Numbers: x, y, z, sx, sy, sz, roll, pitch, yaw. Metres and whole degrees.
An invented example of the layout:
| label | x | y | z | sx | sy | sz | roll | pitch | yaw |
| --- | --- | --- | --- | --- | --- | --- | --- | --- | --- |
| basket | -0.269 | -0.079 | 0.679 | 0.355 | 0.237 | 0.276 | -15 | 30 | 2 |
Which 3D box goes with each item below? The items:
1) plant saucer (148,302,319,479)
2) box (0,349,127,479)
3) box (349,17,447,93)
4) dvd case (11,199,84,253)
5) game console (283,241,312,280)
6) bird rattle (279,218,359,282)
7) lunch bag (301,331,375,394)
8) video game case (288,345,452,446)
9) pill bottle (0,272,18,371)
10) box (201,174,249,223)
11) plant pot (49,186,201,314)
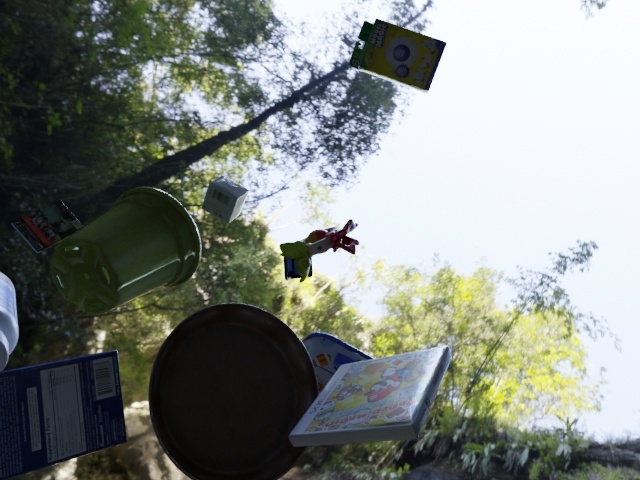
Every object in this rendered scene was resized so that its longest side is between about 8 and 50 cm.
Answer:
| label | x | y | z | sx | sy | sz | roll | pitch | yaw |
| --- | --- | --- | --- | --- | --- | --- | --- | --- | --- |
| plant saucer | -0.145 | 0.263 | 0.816 | 0.050 | 0.311 | 0.310 | -38 | -103 | 46 |
| box | -0.385 | 0.236 | 0.629 | 0.037 | 0.225 | 0.136 | -17 | -101 | 46 |
| box | 0.158 | -0.386 | 0.975 | 0.179 | 0.043 | 0.105 | 20 | -83 | 4 |
| dvd case | -0.620 | -0.033 | 1.073 | 0.087 | 0.119 | 0.013 | 50 | -45 | -5 |
| game console | -0.073 | 0.065 | 1.524 | 0.071 | 0.107 | 0.122 | -4 | -90 | 11 |
| bird rattle | 0.000 | 0.000 | 1.452 | 0.254 | 0.207 | 0.143 | -33 | -75 | 6 |
| lunch bag | 0.068 | 0.339 | 1.093 | 0.304 | 0.114 | 0.243 | 28 | -42 | -6 |
| video game case | 0.085 | 0.252 | 0.769 | 0.227 | 0.206 | 0.026 | -20 | -80 | 34 |
| pill bottle | -0.715 | 0.173 | 0.971 | 0.272 | 0.153 | 0.152 | 34 | -67 | 51 |
| box | -0.293 | -0.128 | 1.448 | 0.101 | 0.087 | 0.101 | 30 | -59 | 3 |
| plant pot | -0.471 | 0.038 | 1.114 | 0.276 | 0.254 | 0.275 | 8 | -67 | 18 |
